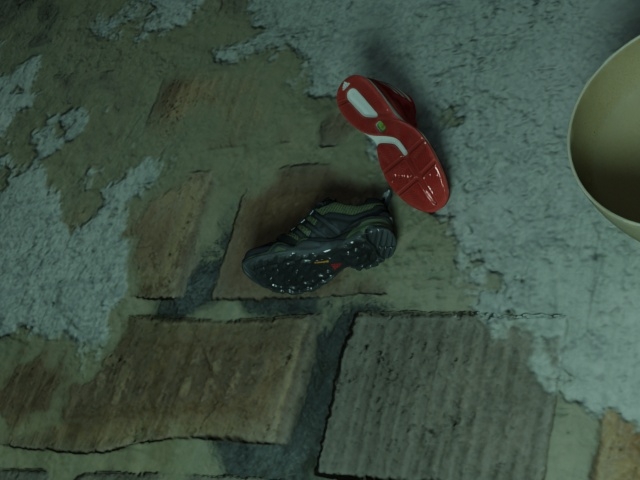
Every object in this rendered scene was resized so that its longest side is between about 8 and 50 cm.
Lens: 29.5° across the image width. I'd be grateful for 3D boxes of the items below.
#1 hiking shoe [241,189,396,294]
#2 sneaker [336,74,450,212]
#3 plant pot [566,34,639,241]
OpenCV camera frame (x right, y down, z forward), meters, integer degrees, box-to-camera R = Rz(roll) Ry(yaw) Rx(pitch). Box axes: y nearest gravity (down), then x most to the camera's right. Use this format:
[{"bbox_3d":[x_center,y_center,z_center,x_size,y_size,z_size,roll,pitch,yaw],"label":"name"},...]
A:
[{"bbox_3d":[0.000,0.000,1.684,0.227,0.086,0.114,-14,40,18],"label":"hiking shoe"},{"bbox_3d":[0.126,-0.143,1.689,0.087,0.128,0.221,-37,80,31],"label":"sneaker"},{"bbox_3d":[0.444,-0.087,1.370,0.284,0.191,0.284,-17,52,23],"label":"plant pot"}]
